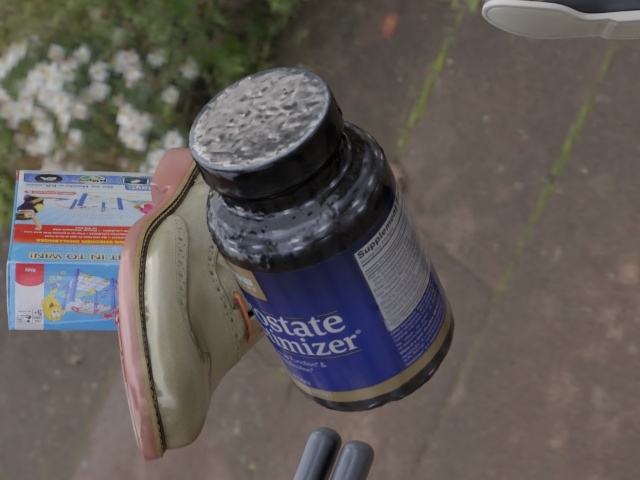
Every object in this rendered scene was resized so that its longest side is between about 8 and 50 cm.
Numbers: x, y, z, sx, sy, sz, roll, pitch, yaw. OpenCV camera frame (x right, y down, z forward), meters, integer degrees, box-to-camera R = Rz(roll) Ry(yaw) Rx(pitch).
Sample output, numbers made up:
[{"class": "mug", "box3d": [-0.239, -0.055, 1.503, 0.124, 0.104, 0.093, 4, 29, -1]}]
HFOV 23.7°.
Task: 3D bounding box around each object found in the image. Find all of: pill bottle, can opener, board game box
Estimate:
[{"class": "pill bottle", "box3d": [0.000, 0.000, 0.982, 0.123, 0.219, 0.123, -15, 41, 14]}, {"class": "can opener", "box3d": [-0.027, 0.319, 1.476, 0.074, 0.093, 0.280, 21, 84, 18]}, {"class": "board game box", "box3d": [-0.220, 0.007, 1.852, 0.302, 0.308, 0.086, -109, 22, -66]}]

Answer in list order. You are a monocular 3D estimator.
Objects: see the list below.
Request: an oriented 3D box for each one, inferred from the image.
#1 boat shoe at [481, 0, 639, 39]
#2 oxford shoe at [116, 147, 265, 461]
[{"class": "boat shoe", "box3d": [0.272, -0.258, 1.632, 0.075, 0.206, 0.065, 121, 150, -72]}, {"class": "oxford shoe", "box3d": [-0.083, 0.033, 1.294, 0.397, 0.146, 0.140, -83, -9, -54]}]
